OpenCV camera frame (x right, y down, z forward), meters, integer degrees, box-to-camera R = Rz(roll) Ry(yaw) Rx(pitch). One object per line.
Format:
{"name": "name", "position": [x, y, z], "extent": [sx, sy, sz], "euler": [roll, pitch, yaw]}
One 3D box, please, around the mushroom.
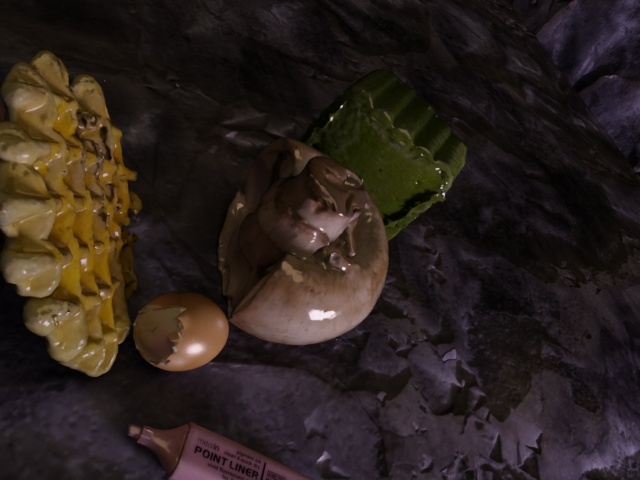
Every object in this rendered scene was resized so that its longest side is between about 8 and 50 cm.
{"name": "mushroom", "position": [0.000, 0.000, 0.645], "extent": [0.189, 0.195, 0.253], "euler": [20, 48, -30]}

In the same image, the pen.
{"name": "pen", "position": [-0.091, 0.213, 0.517], "extent": [0.197, 0.032, 0.053], "euler": [29, 43, -19]}

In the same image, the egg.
{"name": "egg", "position": [-0.135, 0.089, 0.548], "extent": [0.080, 0.080, 0.096], "euler": [57, 24, 14]}

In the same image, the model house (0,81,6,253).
{"name": "model house", "position": [-0.364, -0.065, 0.474], "extent": [0.207, 0.154, 0.293], "euler": [-30, 63, -4]}

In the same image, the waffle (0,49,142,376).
{"name": "waffle", "position": [-0.208, -0.019, 0.466], "extent": [0.056, 0.261, 0.250], "euler": [-2, 48, -5]}

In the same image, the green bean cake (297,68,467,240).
{"name": "green bean cake", "position": [0.073, -0.110, 0.780], "extent": [0.200, 0.214, 0.113], "euler": [41, 45, -4]}
